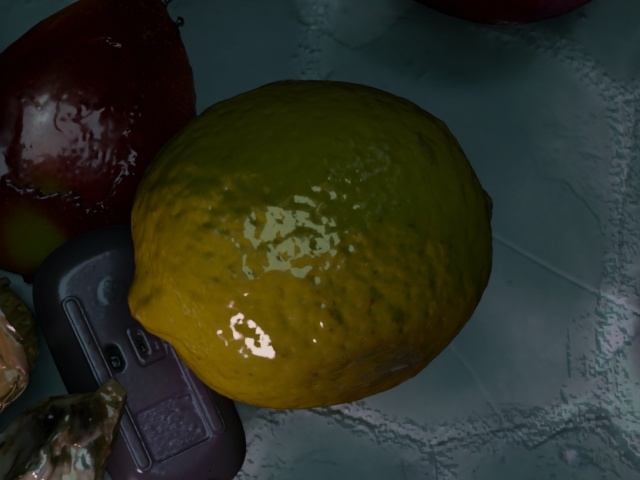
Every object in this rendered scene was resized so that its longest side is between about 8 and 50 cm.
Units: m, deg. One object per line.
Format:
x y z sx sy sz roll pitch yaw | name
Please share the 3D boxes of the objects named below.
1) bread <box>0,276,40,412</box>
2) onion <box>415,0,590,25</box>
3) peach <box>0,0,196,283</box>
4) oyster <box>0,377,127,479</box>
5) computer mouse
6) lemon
-0.316 0.101 1.303 0.190 0.114 0.132 -28 95 3 | bread
0.135 -0.300 1.309 0.276 0.276 0.276 0 84 -3 | onion
-0.195 -0.099 1.353 0.189 0.068 0.279 22 83 -2 | peach
-0.271 0.236 1.273 0.341 0.166 0.110 -42 121 -7 | oyster
-0.145 0.102 1.333 0.120 0.057 0.232 -26 92 -16 | computer mouse
0.000 0.000 1.263 0.310 0.253 0.253 -15 84 -21 | lemon
